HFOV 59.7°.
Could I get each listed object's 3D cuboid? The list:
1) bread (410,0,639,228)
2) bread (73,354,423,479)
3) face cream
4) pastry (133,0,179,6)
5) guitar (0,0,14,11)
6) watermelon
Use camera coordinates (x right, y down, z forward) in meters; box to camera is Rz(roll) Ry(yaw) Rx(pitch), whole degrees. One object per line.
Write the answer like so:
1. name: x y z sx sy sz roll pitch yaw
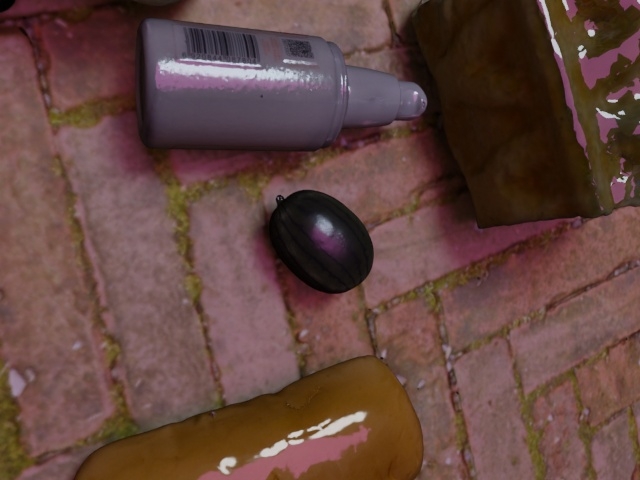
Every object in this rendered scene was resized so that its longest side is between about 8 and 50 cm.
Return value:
1. bread: 0.229 -0.145 0.529 0.196 0.238 0.252 -18 102 -34
2. bread: -0.046 0.201 0.479 0.305 0.091 0.142 -16 101 -21
3. face cream: -0.026 -0.127 0.483 0.251 0.101 0.101 -2 90 -23
4. pastry: -0.112 -0.297 0.373 0.133 0.265 0.265 27 79 -7
5. guitar: -0.272 -0.179 0.423 0.088 0.025 0.233 7 87 -21
6. watermelon: 0.000 0.000 0.505 0.110 0.078 0.078 43 75 -16
